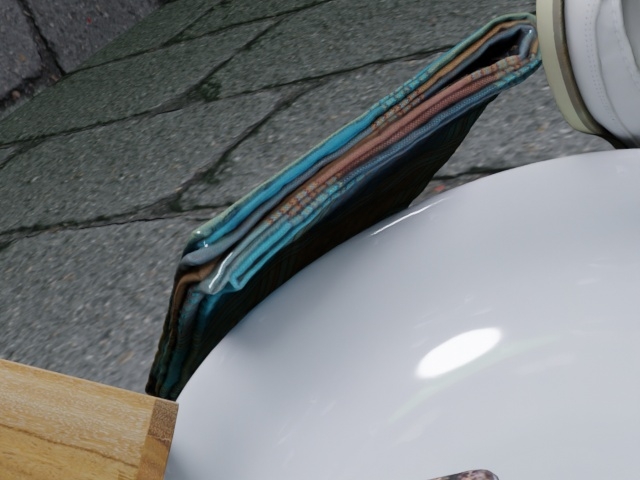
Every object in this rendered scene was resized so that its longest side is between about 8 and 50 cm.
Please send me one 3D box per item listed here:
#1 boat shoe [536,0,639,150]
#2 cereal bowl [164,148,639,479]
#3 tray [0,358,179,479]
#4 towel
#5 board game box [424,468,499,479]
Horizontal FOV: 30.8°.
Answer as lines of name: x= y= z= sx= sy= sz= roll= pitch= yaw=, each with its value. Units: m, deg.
boat shoe: x=0.217 y=-0.088 z=0.671 sx=0.103 sy=0.302 sz=0.113 roll=10 pitch=75 yaw=35
cereal bowl: x=0.091 y=0.100 z=0.580 sx=0.339 sy=0.141 sz=0.339 roll=-23 pitch=23 yaw=10
tray: x=-0.244 y=0.121 z=0.678 sx=0.411 sy=0.202 sz=0.076 roll=-25 pitch=51 yaw=64
towel: x=0.000 y=0.000 z=0.807 sx=0.271 sy=0.040 sz=0.370 roll=-37 pitch=-8 yaw=-21
board game box: x=-0.045 y=0.225 z=0.346 sx=0.291 sy=0.232 sz=0.141 roll=-18 pitch=25 yaw=24
